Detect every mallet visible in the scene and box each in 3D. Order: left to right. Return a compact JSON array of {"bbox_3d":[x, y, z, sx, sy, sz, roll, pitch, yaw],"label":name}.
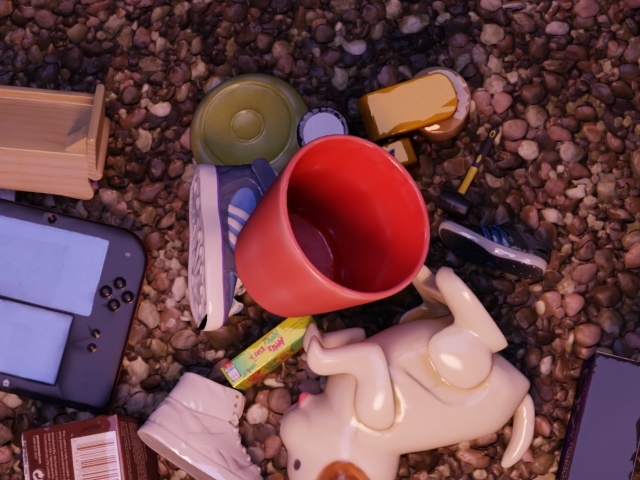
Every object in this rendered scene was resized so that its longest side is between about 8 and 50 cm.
[{"bbox_3d":[0.270,-0.130,1.819,0.062,0.039,0.190,19,75,14],"label":"mallet"}]

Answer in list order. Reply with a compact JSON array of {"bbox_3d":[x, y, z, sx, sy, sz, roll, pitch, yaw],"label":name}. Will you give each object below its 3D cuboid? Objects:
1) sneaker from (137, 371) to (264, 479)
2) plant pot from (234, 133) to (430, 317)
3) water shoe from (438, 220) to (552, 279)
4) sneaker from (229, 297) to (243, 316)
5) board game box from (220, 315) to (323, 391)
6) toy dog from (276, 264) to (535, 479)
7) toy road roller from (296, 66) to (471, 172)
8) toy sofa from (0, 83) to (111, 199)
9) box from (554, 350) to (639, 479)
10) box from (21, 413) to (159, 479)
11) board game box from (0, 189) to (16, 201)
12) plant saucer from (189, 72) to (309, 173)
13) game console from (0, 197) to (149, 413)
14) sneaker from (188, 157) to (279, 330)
[{"bbox_3d":[-0.150,0.349,1.716,0.292,0.108,0.169,39,59,-7],"label":"sneaker"},{"bbox_3d":[0.000,0.000,1.595,0.275,0.243,0.275,13,63,-27],"label":"plant pot"},{"bbox_3d":[0.311,0.003,1.771,0.203,0.073,0.080,24,59,8],"label":"water shoe"},{"bbox_3d":[-0.186,0.028,1.822,0.086,0.085,0.237,1,71,-19],"label":"sneaker"},{"bbox_3d":[-0.083,0.193,1.754,0.181,0.092,0.043,-37,76,-2],"label":"board game box"},{"bbox_3d":[0.114,0.274,1.645,0.408,0.284,0.395,-38,108,-4],"label":"toy dog"},{"bbox_3d":[0.128,-0.143,1.761,0.329,0.202,0.241,-20,87,8],"label":"toy road roller"},{"bbox_3d":[-0.585,-0.200,1.862,0.362,0.177,0.150,4,53,-7],"label":"toy sofa"},{"bbox_3d":[0.452,0.325,1.604,0.103,0.184,0.261,14,78,13],"label":"box"},{"bbox_3d":[-0.383,0.396,1.687,0.167,0.203,0.169,-12,75,5],"label":"box"},{"bbox_3d":[-0.791,-0.105,1.944,0.389,0.050,0.390,-2,76,6],"label":"board game box"},{"bbox_3d":[-0.137,-0.214,1.890,0.240,0.037,0.241,-2,76,8],"label":"plant saucer"},{"bbox_3d":[-0.531,0.111,1.820,0.386,0.060,0.342,14,78,0],"label":"game console"},{"bbox_3d":[-0.106,0.010,1.743,0.236,0.130,0.323,6,60,-20],"label":"sneaker"}]
